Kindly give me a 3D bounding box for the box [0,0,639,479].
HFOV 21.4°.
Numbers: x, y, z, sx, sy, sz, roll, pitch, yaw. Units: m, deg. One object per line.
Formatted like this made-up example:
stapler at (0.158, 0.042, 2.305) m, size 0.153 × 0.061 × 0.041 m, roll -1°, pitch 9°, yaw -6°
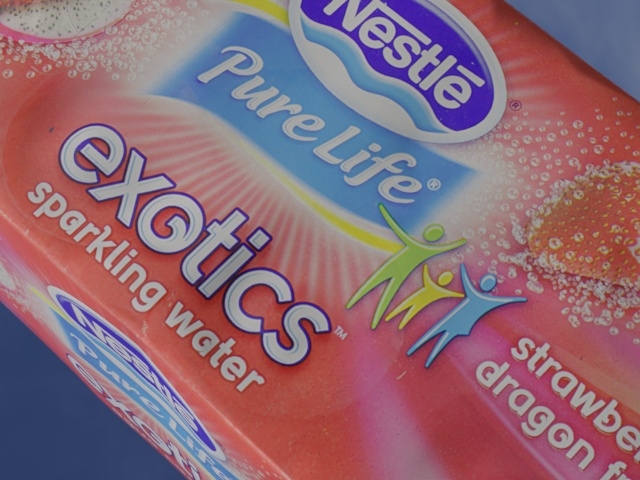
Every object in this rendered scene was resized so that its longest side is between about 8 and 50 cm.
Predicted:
box at (0.000, 0.000, 0.528) m, size 0.300 × 0.154 × 0.142 m, roll 41°, pitch 164°, yaw 20°
